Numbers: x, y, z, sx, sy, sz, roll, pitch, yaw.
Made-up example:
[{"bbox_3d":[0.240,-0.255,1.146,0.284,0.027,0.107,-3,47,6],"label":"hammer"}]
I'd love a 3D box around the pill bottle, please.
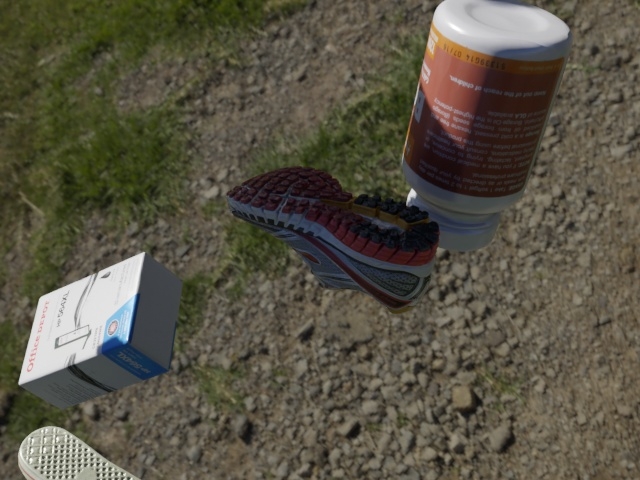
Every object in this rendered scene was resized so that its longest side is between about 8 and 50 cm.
[{"bbox_3d":[0.142,-0.103,0.780,0.121,0.216,0.121,7,34,-5],"label":"pill bottle"}]

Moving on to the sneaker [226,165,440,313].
[{"bbox_3d":[0.000,0.000,0.767,0.225,0.092,0.088,26,40,34],"label":"sneaker"}]

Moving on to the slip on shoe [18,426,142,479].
[{"bbox_3d":[-0.306,0.398,1.226,0.331,0.101,0.123,32,45,22],"label":"slip on shoe"}]

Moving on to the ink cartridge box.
[{"bbox_3d":[-0.295,0.124,1.147,0.203,0.086,0.148,-22,46,25],"label":"ink cartridge box"}]
